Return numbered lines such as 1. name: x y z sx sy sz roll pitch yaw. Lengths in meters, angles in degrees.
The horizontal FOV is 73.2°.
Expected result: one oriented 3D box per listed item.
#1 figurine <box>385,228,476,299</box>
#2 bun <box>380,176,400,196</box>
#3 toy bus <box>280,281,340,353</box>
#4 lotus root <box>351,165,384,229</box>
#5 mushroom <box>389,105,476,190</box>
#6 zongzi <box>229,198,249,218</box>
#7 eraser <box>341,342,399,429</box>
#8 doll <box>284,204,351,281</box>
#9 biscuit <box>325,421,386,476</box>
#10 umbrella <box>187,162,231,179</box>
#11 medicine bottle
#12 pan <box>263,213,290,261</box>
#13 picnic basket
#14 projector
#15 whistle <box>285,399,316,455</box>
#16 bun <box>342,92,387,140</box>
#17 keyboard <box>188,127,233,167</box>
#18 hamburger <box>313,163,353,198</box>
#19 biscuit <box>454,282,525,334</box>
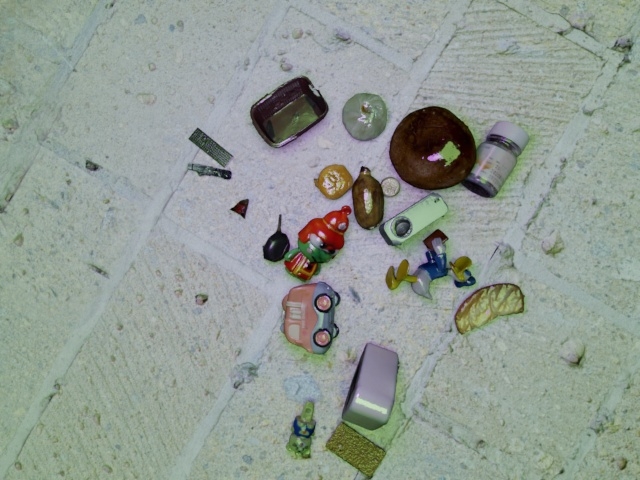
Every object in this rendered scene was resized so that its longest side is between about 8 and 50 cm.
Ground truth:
1. figurine: 0.472 0.103 1.740 0.339 0.204 0.283 17 82 -10
2. bun: 0.289 -0.222 1.784 0.086 0.055 0.086 2 100 11
3. toy bus: -0.046 0.304 1.718 0.232 0.194 0.287 4 89 10
4. lotus root: 0.190 -0.172 1.737 0.129 0.145 0.259 -7 93 14
5. mushroom: 0.432 -0.364 1.698 0.345 0.239 0.344 -21 50 26
6. zongzi: -0.329 -0.127 1.810 0.083 0.067 0.073 -36 100 19
7. eraser: 0.190 0.583 1.641 0.150 0.331 0.331 20 89 3
8. doll: 0.000 0.001 1.722 0.183 0.160 0.363 32 110 -30
9. biscuit: 0.144 0.859 1.775 0.231 0.025 0.131 35 89 3
10. umbrella: -0.468 -0.290 1.811 0.189 0.046 0.050 13 69 3
11. medicine bottle: 0.691 -0.320 1.717 0.165 0.165 0.273 32 90 2
12. pan: -0.159 -0.001 1.779 0.128 0.048 0.201 19 78 41
13. picnic basket: -0.127 -0.512 1.766 0.297 0.129 0.222 -34 86 0
14. projector: 0.363 -0.078 1.705 0.251 0.198 0.108 -32 87 0
15. whistle: -0.068 0.767 1.755 0.105 0.085 0.227 16 89 -7
16. bun: 0.182 -0.509 1.763 0.196 0.118 0.195 0 92 0
17. keyboard: -0.466 -0.394 1.832 0.202 0.011 0.067 39 89 2
18. hamburger: 0.056 -0.243 1.777 0.147 0.083 0.138 -37 88 -3
19. biscuit: 0.684 0.267 1.763 0.300 0.045 0.154 -21 89 2
